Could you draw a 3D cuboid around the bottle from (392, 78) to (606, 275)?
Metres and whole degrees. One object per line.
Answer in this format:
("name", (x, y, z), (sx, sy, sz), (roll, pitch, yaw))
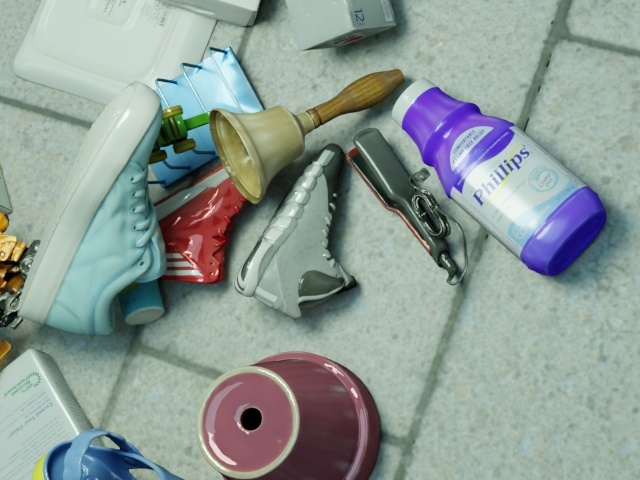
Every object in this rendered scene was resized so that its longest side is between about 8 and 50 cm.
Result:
("bottle", (0.203, -0.083, 1.843), (0.118, 0.092, 0.283), (-46, 66, 0))

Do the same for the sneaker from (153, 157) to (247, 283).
("sneaker", (-0.122, -0.022, 1.979), (0.221, 0.087, 0.128), (-29, 87, 11))

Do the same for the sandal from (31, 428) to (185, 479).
("sandal", (-0.196, 0.318, 1.839), (0.317, 0.138, 0.126), (23, 56, 3))

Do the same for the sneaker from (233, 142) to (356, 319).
("sneaker", (0.000, 0.000, 1.923), (0.132, 0.086, 0.228), (33, 72, -3))

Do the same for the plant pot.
("plant pot", (-0.052, 0.222, 1.822), (0.201, 0.180, 0.201), (-5, 76, 21))

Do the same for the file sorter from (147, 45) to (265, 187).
("file sorter", (-0.173, -0.158, 1.986), (0.170, 0.104, 0.118), (-29, 85, 13))

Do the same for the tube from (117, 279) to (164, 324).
("tube", (-0.252, 0.007, 2.027), (0.080, 0.052, 0.207), (-26, 66, 17))

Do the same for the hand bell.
("hand bell", (-0.002, -0.151, 1.906), (0.242, 0.126, 0.126), (-26, 66, -18))

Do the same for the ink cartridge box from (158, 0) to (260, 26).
("ink cartridge box", (-0.129, -0.399, 2.022), (0.148, 0.086, 0.203), (15, 81, -7))

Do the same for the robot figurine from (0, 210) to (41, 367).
("robot figurine", (-0.477, 0.093, 2.013), (0.211, 0.085, 0.291), (23, 71, 11))

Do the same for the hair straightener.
("hair straightener", (0.108, -0.046, 1.873), (0.047, 0.089, 0.230), (-22, 66, -21))

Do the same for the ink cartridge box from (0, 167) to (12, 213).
("ink cartridge box", (-0.511, -0.097, 2.135), (0.127, 0.072, 0.175), (-24, 70, 14))

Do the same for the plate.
("plate", (-0.269, -0.320, 2.111), (0.278, 0.045, 0.277), (20, 85, 23))

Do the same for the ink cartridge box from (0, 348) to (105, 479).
("ink cartridge box", (-0.404, 0.363, 1.987), (0.324, 0.071, 0.330), (-37, 69, 7))

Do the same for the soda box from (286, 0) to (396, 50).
("soda box", (-0.002, -0.387, 1.940), (0.098, 0.091, 0.286), (-16, 89, 42))

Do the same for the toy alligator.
("toy alligator", (-0.219, -0.121, 1.917), (0.190, 0.051, 0.056), (-20, 88, 13))

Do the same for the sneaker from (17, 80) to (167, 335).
("sneaker", (-0.241, -0.030, 1.891), (0.135, 0.150, 0.366), (-90, 26, -51))
